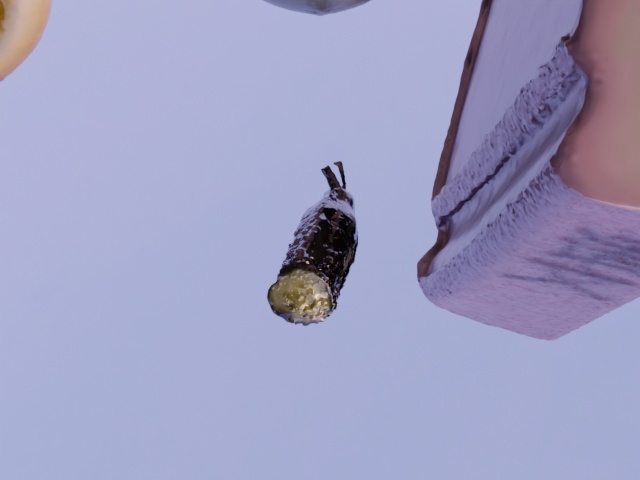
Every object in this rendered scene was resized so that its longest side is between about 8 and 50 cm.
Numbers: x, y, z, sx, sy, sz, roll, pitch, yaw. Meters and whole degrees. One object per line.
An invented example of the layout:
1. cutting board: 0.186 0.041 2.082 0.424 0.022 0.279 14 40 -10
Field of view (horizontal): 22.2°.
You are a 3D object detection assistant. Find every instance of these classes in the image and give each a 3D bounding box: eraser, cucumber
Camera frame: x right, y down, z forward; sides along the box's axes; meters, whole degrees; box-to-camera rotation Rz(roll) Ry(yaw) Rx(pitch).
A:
1. eraser: 0.158 -0.103 0.898 0.122 0.359 0.272 14 -101 -4
2. cucumber: 0.000 0.000 0.885 0.039 0.043 0.163 -22 -166 15

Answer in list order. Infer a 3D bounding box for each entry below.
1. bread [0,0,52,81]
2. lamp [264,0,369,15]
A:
1. bread: -0.495 -0.290 1.688 0.424 0.329 0.245 -11 -117 -4
2. lamp: -0.003 -0.155 0.745 0.105 0.105 0.105 -9 -142 7
